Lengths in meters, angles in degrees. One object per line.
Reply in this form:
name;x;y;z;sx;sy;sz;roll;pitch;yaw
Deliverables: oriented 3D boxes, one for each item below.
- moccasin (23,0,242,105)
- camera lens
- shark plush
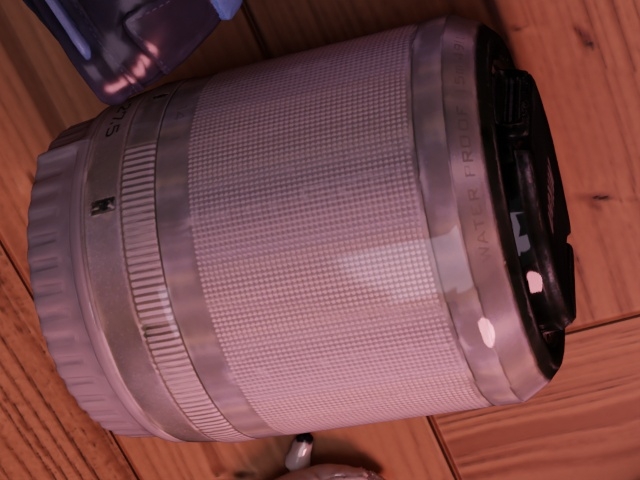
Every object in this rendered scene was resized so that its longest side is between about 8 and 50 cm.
moccasin;-0.198;-0.196;0.605;0.342;0.138;0.117;37;84;23
camera lens;0.000;0.000;0.678;0.274;0.219;0.219;-11;115;18
shark plush;-0.020;0.222;0.899;0.067;0.073;0.161;23;120;-36
